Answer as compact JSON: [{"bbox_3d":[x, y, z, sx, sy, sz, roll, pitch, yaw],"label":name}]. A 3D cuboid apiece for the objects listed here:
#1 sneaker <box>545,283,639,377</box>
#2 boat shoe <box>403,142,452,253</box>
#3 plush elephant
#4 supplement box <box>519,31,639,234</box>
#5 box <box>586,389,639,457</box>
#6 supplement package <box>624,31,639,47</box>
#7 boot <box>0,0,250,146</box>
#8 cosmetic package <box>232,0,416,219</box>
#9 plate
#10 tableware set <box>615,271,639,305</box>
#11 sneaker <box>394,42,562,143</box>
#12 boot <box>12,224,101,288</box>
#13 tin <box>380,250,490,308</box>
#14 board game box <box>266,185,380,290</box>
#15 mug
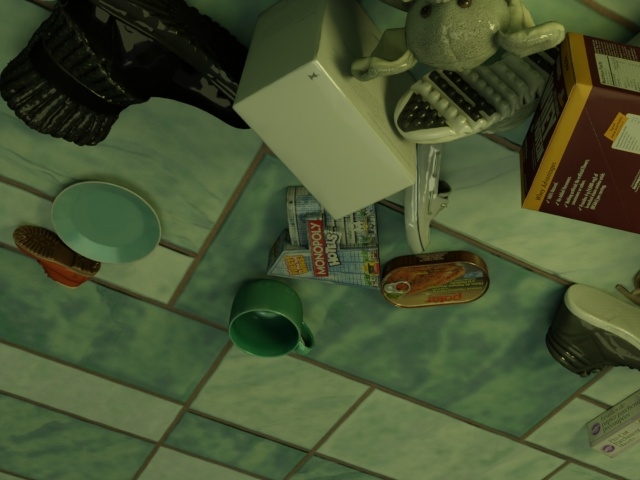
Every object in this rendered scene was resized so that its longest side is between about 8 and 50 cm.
[{"bbox_3d":[0.539,0.199,1.554,0.295,0.104,0.147,28,135,3],"label":"sneaker"},{"bbox_3d":[0.168,-0.070,1.364,0.075,0.083,0.226,-3,132,8],"label":"boat shoe"},{"bbox_3d":[0.144,-0.314,1.022,0.271,0.255,0.330,-15,130,15],"label":"plush elephant"},{"bbox_3d":[0.370,-0.127,1.082,0.194,0.129,0.191,13,131,0],"label":"supplement box"},{"bbox_3d":[0.661,0.319,1.698,0.067,0.063,0.324,29,128,-19],"label":"box"},{"bbox_3d":[0.450,-0.182,1.202,0.134,0.139,0.244,33,129,-21],"label":"supplement package"},{"bbox_3d":[-0.251,-0.212,1.231,0.348,0.131,0.260,36,119,-12],"label":"boot"},{"bbox_3d":[0.017,-0.193,1.166,0.138,0.225,0.224,-25,125,27],"label":"cosmetic package"},{"bbox_3d":[-0.362,-0.034,1.481,0.188,0.024,0.188,3,133,3],"label":"plate"},{"bbox_3d":[0.629,0.106,1.520,0.194,0.039,0.128,33,127,-23],"label":"tableware set"},{"bbox_3d":[0.222,-0.183,1.174,0.292,0.110,0.118,-23,155,-24],"label":"sneaker"},{"bbox_3d":[-0.476,0.034,1.532,0.158,0.059,0.084,32,132,-24],"label":"boot"},{"bbox_3d":[0.199,0.069,1.524,0.189,0.040,0.106,-5,128,9],"label":"tin"},{"bbox_3d":[0.000,0.000,1.459,0.194,0.060,0.194,-3,132,6],"label":"board game box"},{"bbox_3d":[-0.091,0.142,1.571,0.129,0.097,0.158,-12,131,14],"label":"mug"}]
